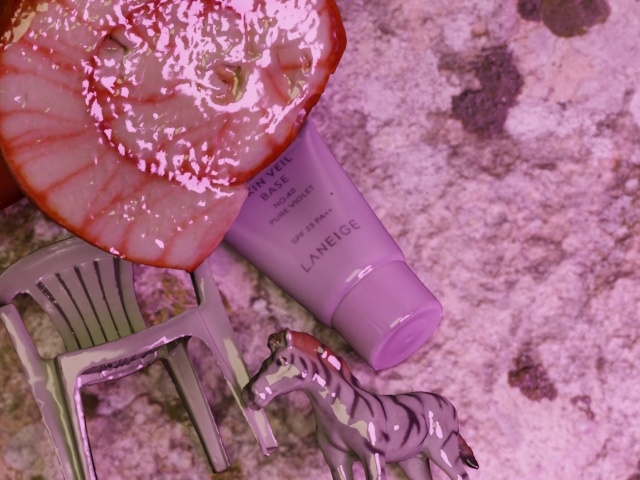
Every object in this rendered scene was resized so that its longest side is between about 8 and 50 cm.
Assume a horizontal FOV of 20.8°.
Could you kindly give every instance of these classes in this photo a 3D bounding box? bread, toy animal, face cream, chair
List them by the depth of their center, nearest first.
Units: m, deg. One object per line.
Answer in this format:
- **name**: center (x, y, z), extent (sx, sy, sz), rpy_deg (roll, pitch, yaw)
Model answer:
- **bread**: center (-0.148, -0.157, 1.533), extent (0.295, 0.114, 0.328), rpy_deg (35, 94, -26)
- **toy animal**: center (0.044, 0.194, 1.584), extent (0.090, 0.255, 0.170), rpy_deg (-18, 53, 43)
- **chair**: center (-0.189, 0.109, 1.631), extent (0.203, 0.190, 0.275), rpy_deg (-17, 83, -16)
- **face cream**: center (0.000, 0.000, 1.688), extent (0.154, 0.096, 0.274), rpy_deg (-43, 66, -2)

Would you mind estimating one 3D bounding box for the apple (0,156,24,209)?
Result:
- **apple**: center (-0.362, -0.145, 1.650), extent (0.260, 0.260, 0.216), rpy_deg (27, 79, 9)
